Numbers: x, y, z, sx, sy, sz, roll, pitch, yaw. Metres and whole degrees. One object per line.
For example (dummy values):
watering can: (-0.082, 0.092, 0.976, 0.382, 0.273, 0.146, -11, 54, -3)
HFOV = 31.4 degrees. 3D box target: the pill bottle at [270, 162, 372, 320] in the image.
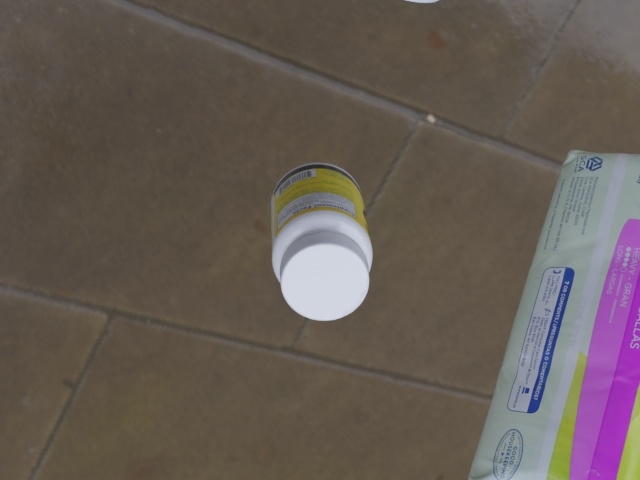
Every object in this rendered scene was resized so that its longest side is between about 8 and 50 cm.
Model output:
pill bottle: (0.000, 0.000, 1.345, 0.119, 0.208, 0.119, -1, 118, -2)

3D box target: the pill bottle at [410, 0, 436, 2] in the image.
pill bottle: (0.081, -0.263, 0.778, 0.103, 0.103, 0.184, 1, 126, -27)

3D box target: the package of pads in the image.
package of pads: (0.209, 0.114, 0.722, 0.296, 0.101, 0.229, 43, 60, -50)
